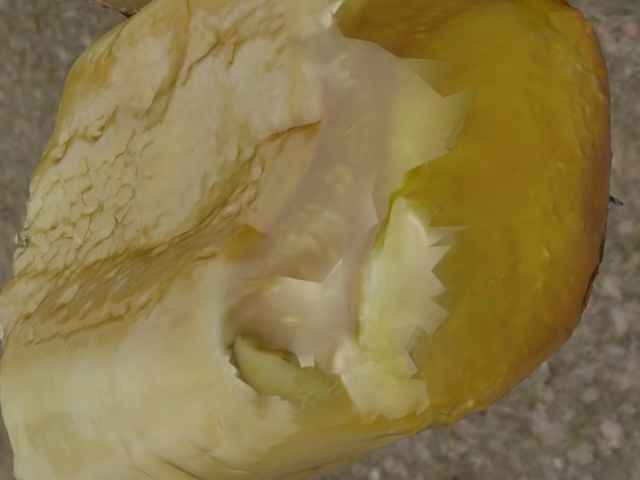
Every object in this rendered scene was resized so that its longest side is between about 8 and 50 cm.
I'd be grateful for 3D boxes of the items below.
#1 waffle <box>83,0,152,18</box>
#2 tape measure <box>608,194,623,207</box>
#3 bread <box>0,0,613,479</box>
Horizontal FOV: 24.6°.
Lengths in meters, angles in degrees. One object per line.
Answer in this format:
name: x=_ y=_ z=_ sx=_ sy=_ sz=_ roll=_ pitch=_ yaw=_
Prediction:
waffle: x=-0.316 y=-0.349 z=1.547 sx=0.077 sy=0.348 sz=0.304 roll=-63 pitch=26 yaw=23
tape measure: x=0.166 y=-0.011 z=1.420 sx=0.178 sy=0.105 sz=0.196 roll=42 pitch=103 yaw=25
bread: x=0.000 y=0.000 z=0.882 sx=0.394 sy=0.250 sz=0.361 roll=-22 pitch=51 yaw=50
